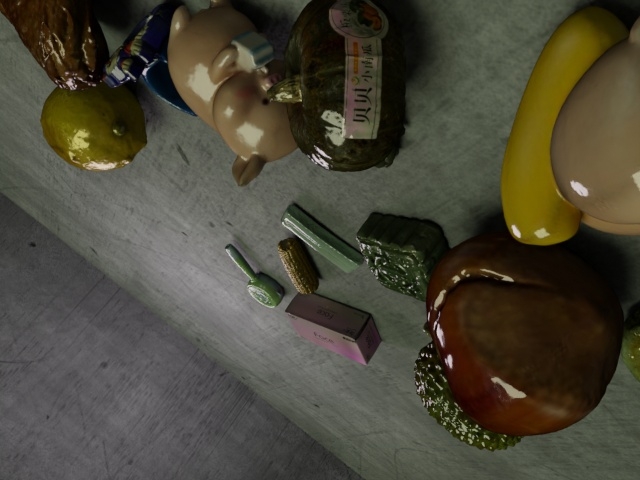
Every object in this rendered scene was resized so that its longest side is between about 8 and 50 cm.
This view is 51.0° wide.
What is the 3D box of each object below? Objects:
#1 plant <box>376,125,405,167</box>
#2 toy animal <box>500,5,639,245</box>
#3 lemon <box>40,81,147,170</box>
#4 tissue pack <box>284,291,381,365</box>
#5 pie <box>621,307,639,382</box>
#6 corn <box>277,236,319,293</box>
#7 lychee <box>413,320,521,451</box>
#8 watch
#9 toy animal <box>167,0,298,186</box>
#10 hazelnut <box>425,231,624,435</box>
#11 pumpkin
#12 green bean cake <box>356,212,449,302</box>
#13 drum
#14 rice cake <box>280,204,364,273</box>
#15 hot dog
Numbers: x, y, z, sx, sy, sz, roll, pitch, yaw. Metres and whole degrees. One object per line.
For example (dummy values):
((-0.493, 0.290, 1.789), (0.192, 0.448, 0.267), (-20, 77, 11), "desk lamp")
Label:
((0.103, -0.178, 1.157), (0.085, 0.087, 0.174), (4, 151, 7), "plant")
((0.378, -0.130, 0.773), (0.247, 0.277, 0.345), (10, 167, -10), "toy animal")
((-0.536, -0.276, 1.590), (0.288, 0.233, 0.233), (9, 143, 46), "lemon")
((0.037, 0.247, 1.902), (0.246, 0.092, 0.148), (17, 149, 33), "tissue pack")
((0.648, 0.209, 1.140), (0.277, 0.078, 0.277), (30, 158, 13), "pie")
((-0.057, 0.071, 1.757), (0.068, 0.068, 0.207), (16, 148, 35), "corn")
((0.332, 0.288, 1.432), (0.270, 0.320, 0.270), (5, 152, 3), "lychee")
((-0.281, -0.332, 1.290), (0.200, 0.171, 0.196), (36, 167, -26), "watch")
((-0.126, -0.262, 1.140), (0.256, 0.195, 0.213), (46, 147, 24), "toy animal")
((0.335, 0.160, 1.154), (0.315, 0.372, 0.372), (3, 159, -17), "hazelnut")
((0.016, -0.225, 0.986), (0.189, 0.260, 0.260), (0, 154, -9), "pumpkin")
((0.177, 0.038, 1.406), (0.185, 0.094, 0.183), (17, 149, 43), "green bean cake")
((-0.212, 0.107, 2.021), (0.253, 0.049, 0.130), (46, 152, -18), "drum")
((0.001, 0.000, 1.602), (0.222, 0.042, 0.080), (36, 152, -1), "rice cake")
((-0.533, -0.469, 1.308), (0.387, 0.174, 0.267), (51, 162, 17), "hot dog")
